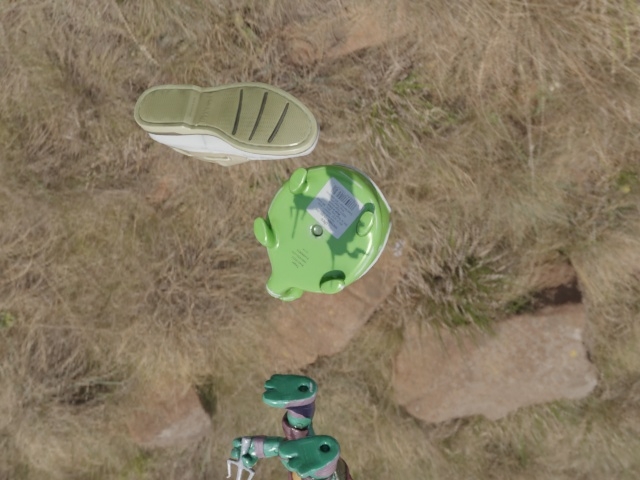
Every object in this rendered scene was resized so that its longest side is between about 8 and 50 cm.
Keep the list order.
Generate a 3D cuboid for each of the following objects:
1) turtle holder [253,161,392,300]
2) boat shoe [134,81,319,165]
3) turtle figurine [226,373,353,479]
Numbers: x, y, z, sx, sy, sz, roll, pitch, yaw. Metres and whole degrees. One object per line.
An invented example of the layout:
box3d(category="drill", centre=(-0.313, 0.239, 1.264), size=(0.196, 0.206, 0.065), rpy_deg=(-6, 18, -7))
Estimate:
box3d(category="turtle holder", centre=(0.018, -0.001, 1.400), size=(0.243, 0.227, 0.320), rpy_deg=(14, 104, 19))
box3d(category="boat shoe", centre=(-0.134, -0.175, 1.068), size=(0.302, 0.113, 0.103), rpy_deg=(13, 163, 21))
box3d(category="turtle figurine", centre=(-0.024, 0.258, 0.735), size=(0.118, 0.175, 0.234), rpy_deg=(-22, 136, -28))
